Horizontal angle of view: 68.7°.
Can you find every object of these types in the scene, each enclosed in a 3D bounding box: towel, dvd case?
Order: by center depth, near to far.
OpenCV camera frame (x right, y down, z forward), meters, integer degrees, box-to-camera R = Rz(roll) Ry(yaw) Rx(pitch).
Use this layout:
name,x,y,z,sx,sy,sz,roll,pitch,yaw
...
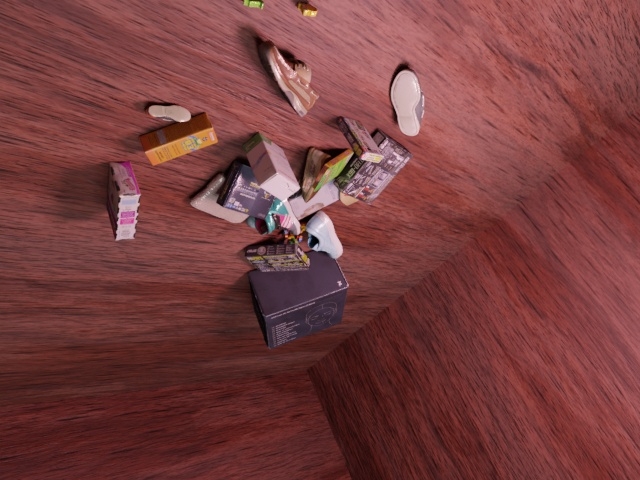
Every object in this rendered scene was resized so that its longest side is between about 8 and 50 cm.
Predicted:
name,x,y,z,sx,sy,sz,roll,pitch,yaw
towel,-0.371,-0.168,1.915,0.187,0.049,0.282,-39,148,18
dvd case,-0.024,-0.193,2.180,0.253,0.022,0.180,-27,151,1

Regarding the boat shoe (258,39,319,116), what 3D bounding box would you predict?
name,x,y,z,sx,sy,sz,roll,pitch,yaw
boat shoe,-0.094,-0.532,1.501,0.116,0.123,0.324,-37,156,4

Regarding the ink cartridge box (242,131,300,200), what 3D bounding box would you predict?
name,x,y,z,sx,sy,sz,roll,pitch,yaw
ink cartridge box,-0.182,-0.271,1.732,0.093,0.212,0.154,-36,150,16

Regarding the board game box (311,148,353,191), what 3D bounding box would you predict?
name,x,y,z,sx,sy,sz,roll,pitch,yaw
board game box,0.048,-0.291,1.931,0.124,0.039,0.259,-56,175,36

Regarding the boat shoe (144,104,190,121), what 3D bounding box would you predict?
name,x,y,z,sx,sy,sz,roll,pitch,yaw
boat shoe,-0.478,-0.398,1.468,0.137,0.049,0.043,-5,-174,-38

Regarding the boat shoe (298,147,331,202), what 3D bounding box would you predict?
name,x,y,z,sx,sy,sz,roll,pitch,yaw
boat shoe,-0.034,-0.276,1.989,0.104,0.089,0.285,-47,169,-40

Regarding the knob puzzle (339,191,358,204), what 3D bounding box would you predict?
name,x,y,z,sx,sy,sz,roll,pitch,yaw
knob puzzle,0.164,-0.244,2.233,0.213,0.030,0.213,-23,151,-14

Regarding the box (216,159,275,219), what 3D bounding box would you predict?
name,x,y,z,sx,sy,sz,roll,pitch,yaw
box,-0.278,-0.195,1.855,0.233,0.059,0.183,17,100,-51

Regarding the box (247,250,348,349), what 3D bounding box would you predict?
name,x,y,z,sx,sy,sz,roll,pitch,yaw
box,-0.128,0.331,2.652,0.480,0.297,0.471,-18,151,-14

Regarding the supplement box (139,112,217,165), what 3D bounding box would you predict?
name,x,y,z,sx,sy,sz,roll,pitch,yaw
supplement box,-0.465,-0.334,1.544,0.234,0.080,0.078,-24,153,-8

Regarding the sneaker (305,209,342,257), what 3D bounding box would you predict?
name,x,y,z,sx,sy,sz,roll,pitch,yaw
sneaker,0.000,0.000,2.372,0.150,0.135,0.365,-40,142,-12

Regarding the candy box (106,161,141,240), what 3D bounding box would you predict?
name,x,y,z,sx,sy,sz,roll,pitch,yaw
candy box,-0.679,-0.133,1.608,0.071,0.159,0.233,-9,147,-32

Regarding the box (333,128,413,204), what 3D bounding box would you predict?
name,x,y,z,sx,sy,sz,roll,pitch,yaw
box,0.238,-0.319,2.088,0.243,0.076,0.307,14,123,-50

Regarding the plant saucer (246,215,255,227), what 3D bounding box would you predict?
name,x,y,z,sx,sy,sz,roll,pitch,yaw
plant saucer,-0.277,-0.091,2.139,0.120,0.021,0.119,-20,149,-12

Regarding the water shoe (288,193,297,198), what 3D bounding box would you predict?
name,x,y,z,sx,sy,sz,roll,pitch,yaw
water shoe,-0.133,-0.221,1.986,0.073,0.080,0.203,-24,151,-4

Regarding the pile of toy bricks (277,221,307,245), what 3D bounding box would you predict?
name,x,y,z,sx,sy,sz,roll,pitch,yaw
pile of toy bricks,-0.135,0.007,2.323,0.118,0.105,0.212,-2,142,-37

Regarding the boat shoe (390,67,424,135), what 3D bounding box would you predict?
name,x,y,z,sx,sy,sz,roll,pitch,yaw
boat shoe,0.355,-0.561,1.856,0.099,0.116,0.319,-64,154,-25

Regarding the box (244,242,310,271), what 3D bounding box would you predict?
name,x,y,z,sx,sy,sz,roll,pitch,yaw
box,-0.209,0.089,2.326,0.270,0.060,0.216,-4,154,16

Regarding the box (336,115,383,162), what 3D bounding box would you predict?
name,x,y,z,sx,sy,sz,roll,pitch,yaw
box,0.152,-0.392,1.814,0.114,0.206,0.036,3,139,-40

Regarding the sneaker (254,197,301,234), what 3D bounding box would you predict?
name,x,y,z,sx,sy,sz,roll,pitch,yaw
sneaker,-0.198,-0.079,2.088,0.178,0.124,0.295,-38,144,-9

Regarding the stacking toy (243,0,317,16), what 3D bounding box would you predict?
name,x,y,z,sx,sy,sz,roll,pitch,yaw
stacking toy,-0.089,-0.707,1.276,0.221,0.052,0.167,-9,146,-28
